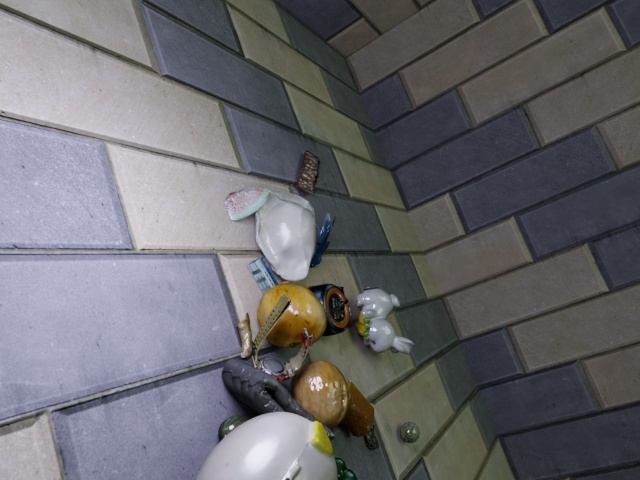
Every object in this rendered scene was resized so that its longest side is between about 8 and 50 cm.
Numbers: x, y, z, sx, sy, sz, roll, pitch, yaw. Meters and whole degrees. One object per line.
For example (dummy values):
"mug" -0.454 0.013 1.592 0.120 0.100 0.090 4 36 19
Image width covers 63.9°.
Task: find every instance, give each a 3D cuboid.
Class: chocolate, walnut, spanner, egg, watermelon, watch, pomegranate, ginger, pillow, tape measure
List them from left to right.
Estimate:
"watermelon" -0.225 0.503 1.352 0.111 0.078 0.078 6 62 -60
"ginger" -0.231 0.291 1.578 0.057 0.044 0.137 107 -27 -74
"watermelon" -0.265 -0.139 1.851 0.180 0.081 0.094 -22 109 -31
"pillow" -0.124 0.465 1.434 0.326 0.228 0.101 48 64 -26
"watch" -0.106 0.300 1.540 0.165 0.268 0.102 24 14 -27
"pomegranate" -0.097 0.246 1.675 0.233 0.233 0.233 44 32 -37
"chocolate" -0.061 -0.320 2.455 0.102 0.065 0.329 33 34 -18
"walnut" -0.001 0.504 1.664 0.195 0.195 0.221 26 52 -54
"tape measure" 0.024 0.269 1.994 0.223 0.135 0.202 14 65 -56
"spanner" 0.140 0.668 1.975 0.325 0.026 0.093 59 26 -8
"egg" 0.390 0.835 2.234 0.110 0.085 0.085 39 33 -69

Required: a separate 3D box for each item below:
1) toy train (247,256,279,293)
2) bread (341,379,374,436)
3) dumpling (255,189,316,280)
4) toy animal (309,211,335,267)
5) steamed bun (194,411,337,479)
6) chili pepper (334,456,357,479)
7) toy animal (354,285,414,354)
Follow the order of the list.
"toy train" -0.172 0.170 1.794 0.234 0.052 0.051 61 28 -10
"bread" 0.113 0.617 1.870 0.172 0.103 0.132 52 37 -22
"dumpling" -0.139 -0.030 1.930 0.260 0.181 0.341 18 83 -30
"toy animal" 0.000 0.000 2.180 0.176 0.255 0.239 47 -21 17
"steamed bun" -0.127 0.573 1.170 0.334 0.334 0.374 58 41 -13
"chili pepper" 0.024 0.732 1.531 0.165 0.174 0.261 43 22 14
"toy animal" 0.264 0.373 2.280 0.247 0.183 0.310 0 59 -26
